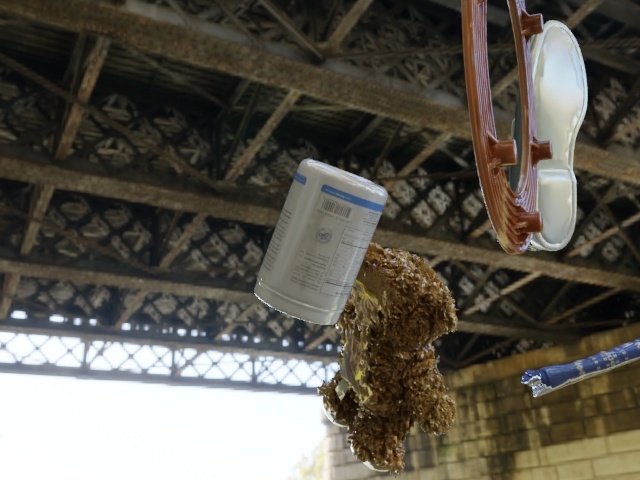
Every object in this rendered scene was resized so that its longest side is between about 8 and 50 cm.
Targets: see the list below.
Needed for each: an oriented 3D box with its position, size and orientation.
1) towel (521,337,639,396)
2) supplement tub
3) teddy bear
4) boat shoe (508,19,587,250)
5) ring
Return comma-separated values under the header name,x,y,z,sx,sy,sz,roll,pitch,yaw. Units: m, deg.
name,x,y,z,sx,sy,sz,roll,pitch,yaw
towel,0.430,0.128,0.961,0.336,0.040,0.243,-22,-16,5
supplement tub,0.000,0.000,0.546,0.071,0.107,0.071,21,9,-3
teddy bear,0.087,0.154,0.972,0.113,0.338,0.245,-10,22,-29
boat shoe,0.297,-0.145,1.040,0.116,0.320,0.099,5,-4,-30
ring,0.189,-0.154,0.712,0.032,0.337,0.336,-4,-25,24
